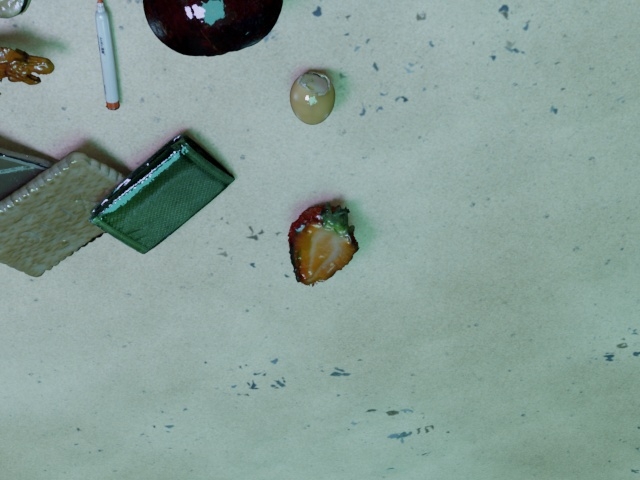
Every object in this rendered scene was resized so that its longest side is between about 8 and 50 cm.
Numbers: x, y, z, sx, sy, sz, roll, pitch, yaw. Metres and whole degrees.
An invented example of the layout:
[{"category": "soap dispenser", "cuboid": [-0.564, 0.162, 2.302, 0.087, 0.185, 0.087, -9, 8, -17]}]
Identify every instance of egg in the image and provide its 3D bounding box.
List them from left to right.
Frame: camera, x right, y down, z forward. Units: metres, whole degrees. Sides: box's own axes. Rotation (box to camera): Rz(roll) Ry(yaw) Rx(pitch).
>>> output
[{"category": "egg", "cuboid": [-0.015, -0.242, 1.776, 0.080, 0.080, 0.096, 6, 139, -9]}]

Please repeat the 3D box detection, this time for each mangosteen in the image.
[{"category": "mangosteen", "cuboid": [-0.160, -0.385, 1.555, 0.216, 0.216, 0.216, -2, 134, -2]}]

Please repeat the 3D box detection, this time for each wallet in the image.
[{"category": "wallet", "cuboid": [-0.292, -0.081, 1.898, 0.236, 0.055, 0.160, -37, 136, 12]}]

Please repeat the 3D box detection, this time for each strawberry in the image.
[{"category": "strawberry", "cuboid": [0.002, -0.002, 2.000, 0.140, 0.085, 0.192, -12, 134, 7]}]

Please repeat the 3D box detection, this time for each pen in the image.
[{"category": "pen", "cuboid": [-0.358, -0.312, 1.726, 0.026, 0.026, 0.218, 0, 134, -3]}]

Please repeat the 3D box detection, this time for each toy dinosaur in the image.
[{"category": "toy dinosaur", "cuboid": [-0.658, -0.288, 1.683, 0.432, 0.097, 0.208, 14, 136, -9]}]

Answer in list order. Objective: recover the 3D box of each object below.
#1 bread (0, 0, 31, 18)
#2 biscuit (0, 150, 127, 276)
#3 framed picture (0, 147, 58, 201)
[{"category": "bread", "cuboid": [-0.517, -0.416, 1.531, 0.286, 0.056, 0.207, -34, 113, 25]}, {"category": "biscuit", "cuboid": [-0.497, -0.047, 1.930, 0.325, 0.044, 0.217, -31, 142, 21]}, {"category": "framed picture", "cuboid": [-0.654, -0.093, 1.850, 0.335, 0.022, 0.247, 14, 134, -41]}]
